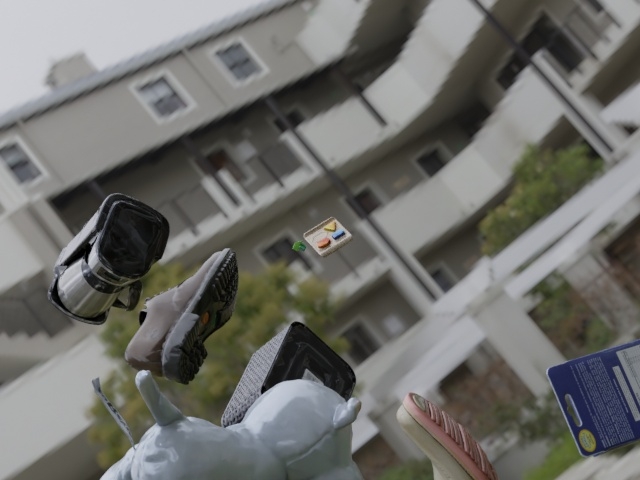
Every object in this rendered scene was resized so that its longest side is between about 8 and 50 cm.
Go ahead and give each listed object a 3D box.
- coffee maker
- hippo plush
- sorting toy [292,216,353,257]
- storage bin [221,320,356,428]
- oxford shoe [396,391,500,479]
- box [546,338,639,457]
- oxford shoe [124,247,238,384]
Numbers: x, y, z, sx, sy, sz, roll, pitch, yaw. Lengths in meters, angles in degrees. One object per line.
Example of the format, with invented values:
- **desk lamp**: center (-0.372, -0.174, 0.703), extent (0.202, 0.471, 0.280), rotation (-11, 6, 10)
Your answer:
- **coffee maker**: center (-0.302, 0.009, 1.868), extent (0.120, 0.171, 0.178), rotation (7, -29, -33)
- **hippo plush**: center (-0.085, 0.236, 1.341), extent (0.237, 0.294, 0.234), rotation (-22, 4, -34)
- **sorting toy**: center (0.000, 0.000, 1.980), extent (0.083, 0.062, 0.012), rotation (-31, -45, -11)
- **storage bin**: center (-0.038, 0.207, 1.718), extent (0.084, 0.122, 0.180), rotation (-40, 14, 33)
- **oxford shoe**: center (0.232, 0.425, 2.140), extent (0.146, 0.397, 0.140), rotation (-37, 6, 11)
- **box**: center (0.423, 0.218, 1.854), extent (0.225, 0.136, 0.036), rotation (-12, -18, -27)
- **oxford shoe**: center (-0.160, 0.074, 1.531), extent (0.227, 0.096, 0.082), rotation (-56, -33, -54)
